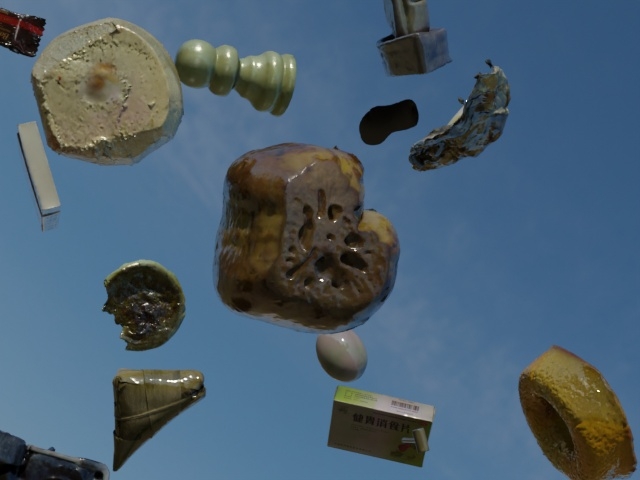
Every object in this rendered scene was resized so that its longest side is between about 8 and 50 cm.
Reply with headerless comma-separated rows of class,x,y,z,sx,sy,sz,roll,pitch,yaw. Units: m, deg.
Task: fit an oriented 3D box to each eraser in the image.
eraser,-0.502,-0.110,1.794,0.230,0.038,0.157,151,-77,-72

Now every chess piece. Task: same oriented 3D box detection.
chess piece,-0.192,-0.361,2.171,0.251,0.145,0.144,11,-22,-20

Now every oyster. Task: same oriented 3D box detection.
oyster,0.254,-0.195,1.774,0.107,0.201,0.354,45,-5,2

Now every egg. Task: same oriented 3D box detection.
egg,0.044,0.239,2.141,0.135,0.103,0.103,57,-23,29

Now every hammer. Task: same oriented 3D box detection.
hammer,0.147,0.317,1.599,0.110,0.019,0.036,135,-59,-76

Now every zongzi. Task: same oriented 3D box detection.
zongzi,-0.272,0.303,1.702,0.078,0.160,0.176,-133,-136,-85

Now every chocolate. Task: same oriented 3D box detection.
chocolate,-0.618,-0.411,1.919,0.182,0.086,0.028,17,0,2

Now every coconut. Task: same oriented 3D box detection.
coconut,-0.409,-0.283,1.957,0.297,0.297,0.254,51,-7,-9

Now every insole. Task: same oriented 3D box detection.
insole,0.112,-0.198,1.681,0.188,0.004,0.064,-11,-88,62

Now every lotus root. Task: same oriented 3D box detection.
lotus root,0.000,0.000,1.483,0.316,0.316,0.250,53,-6,-12

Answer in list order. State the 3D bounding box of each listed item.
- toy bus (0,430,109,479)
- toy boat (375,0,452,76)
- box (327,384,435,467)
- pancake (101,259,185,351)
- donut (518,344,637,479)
toy bus,-0.481,0.281,1.094,0.439,0.209,0.249,22,-18,-22
toy boat,0.126,-0.378,1.574,0.276,0.111,0.294,36,40,-85
box,0.155,0.482,2.605,0.260,0.062,0.175,12,-53,7
pancake,-0.250,0.090,1.438,0.130,0.116,0.022,63,-16,-13
donut,0.493,0.351,1.982,0.303,0.110,0.303,157,-90,-79
